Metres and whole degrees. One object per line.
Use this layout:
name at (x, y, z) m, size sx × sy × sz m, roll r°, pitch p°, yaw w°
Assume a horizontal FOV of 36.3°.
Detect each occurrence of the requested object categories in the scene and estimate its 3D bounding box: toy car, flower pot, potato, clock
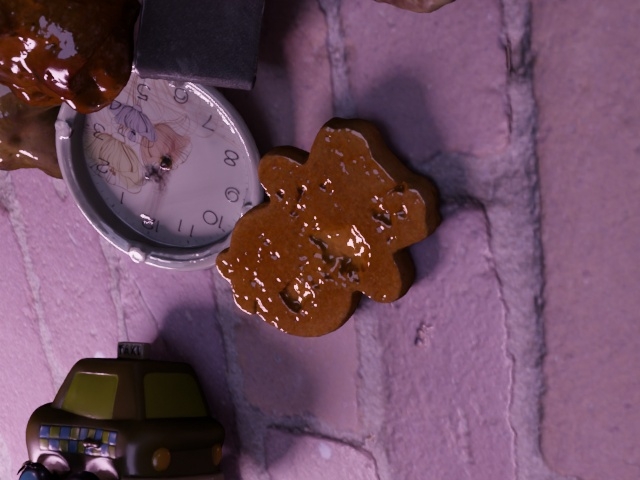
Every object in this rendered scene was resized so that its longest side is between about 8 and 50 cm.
toy car at (-0.224, 0.216, 1.124) m, size 0.248 × 0.204 × 0.198 m, roll -4°, pitch 81°, yaw 39°
flower pot at (-0.095, -0.248, 0.843) m, size 0.108 × 0.103 × 0.229 m, roll 8°, pitch 116°, yaw -8°
potato at (-0.310, -0.161, 1.057) m, size 0.137 × 0.154 × 0.200 m, roll -106°, pitch 16°, yaw -58°
clock at (-0.157, -0.081, 0.997) m, size 0.236 × 0.053 × 0.236 m, roll 10°, pitch 122°, yaw 17°

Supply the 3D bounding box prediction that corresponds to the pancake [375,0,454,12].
pancake at (0.038, -0.294, 0.695) m, size 0.294 × 0.049 × 0.294 m, roll 60°, pitch 164°, yaw 30°

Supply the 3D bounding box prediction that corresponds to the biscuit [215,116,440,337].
biscuit at (0.001, -0.001, 0.918) m, size 0.184 × 0.035 × 0.249 m, roll 44°, pitch 125°, yaw 6°

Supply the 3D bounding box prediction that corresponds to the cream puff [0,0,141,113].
cream puff at (-0.281, -0.221, 0.850) m, size 0.269 × 0.155 × 0.241 m, roll 49°, pitch 162°, yaw -20°
